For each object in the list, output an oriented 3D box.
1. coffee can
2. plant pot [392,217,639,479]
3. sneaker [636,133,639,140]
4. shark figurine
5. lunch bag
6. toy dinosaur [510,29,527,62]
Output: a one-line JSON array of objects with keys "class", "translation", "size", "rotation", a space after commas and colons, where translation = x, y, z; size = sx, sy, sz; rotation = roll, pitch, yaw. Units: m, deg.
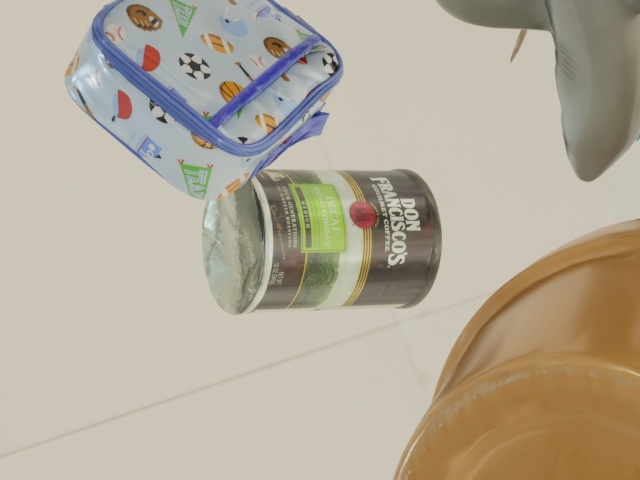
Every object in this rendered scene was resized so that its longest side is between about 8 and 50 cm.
[{"class": "coffee can", "translation": [0.000, 0.000, 1.942], "size": [0.275, 0.201, 0.201], "rotation": [-1, 70, -29]}, {"class": "plant pot", "translation": [0.162, 0.138, 0.710], "size": [0.203, 0.291, 0.290], "rotation": [-10, 73, -60]}, {"class": "sneaker", "translation": [0.394, -0.233, 1.738], "size": [0.087, 0.228, 0.092], "rotation": [12, 32, 25]}, {"class": "shark figurine", "translation": [0.101, -0.137, 0.648], "size": [0.278, 0.166, 0.116], "rotation": [29, 17, -32]}, {"class": "lunch bag", "translation": [-0.110, -0.180, 1.501], "size": [0.243, 0.115, 0.303], "rotation": [38, 37, 3]}, {"class": "toy dinosaur", "translation": [0.140, -0.253, 1.022], "size": [0.064, 0.112, 0.211], "rotation": [-16, 74, -10]}]
